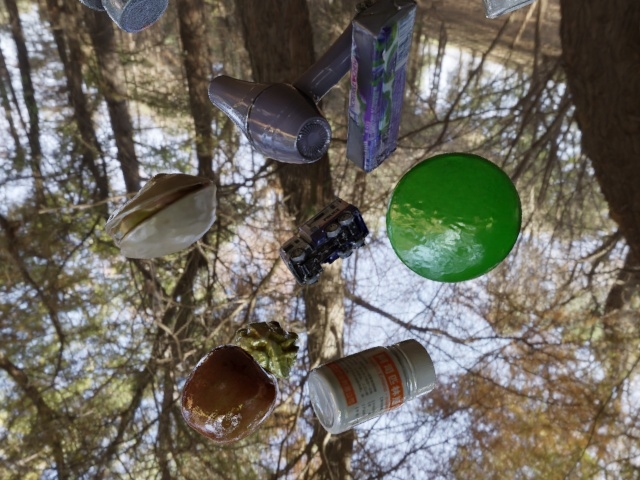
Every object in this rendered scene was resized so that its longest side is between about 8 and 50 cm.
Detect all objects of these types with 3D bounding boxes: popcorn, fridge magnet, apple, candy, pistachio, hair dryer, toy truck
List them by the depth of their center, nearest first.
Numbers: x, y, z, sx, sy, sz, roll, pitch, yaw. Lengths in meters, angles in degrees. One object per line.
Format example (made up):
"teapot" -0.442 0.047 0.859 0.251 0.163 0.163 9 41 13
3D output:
"fridge magnet" 0.206 -0.034 0.748 0.208 0.208 0.088 4 -167 4
"candy" 0.089 -0.229 0.755 0.061 0.312 0.088 40 -109 20
"hair dryer" -0.013 -0.303 0.823 0.361 0.121 0.301 -46 -132 -6
"apple" -0.178 0.304 0.951 0.181 0.181 0.168 27 -105 36
"popcorn" -0.142 0.299 1.280 0.187 0.185 0.167 -9 -106 -17
"toy truck" 0.000 0.000 1.434 0.268 0.124 0.155 -37 -142 -11
"pistachio" -0.550 -0.094 1.699 0.365 0.281 0.445 -34 -178 35

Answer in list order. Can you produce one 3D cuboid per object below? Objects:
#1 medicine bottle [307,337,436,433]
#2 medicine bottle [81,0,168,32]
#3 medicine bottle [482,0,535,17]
"medicine bottle" 0.110 0.303 1.022 0.252 0.145 0.144 -12 -147 -27
"medicine bottle" -0.380 -0.483 0.773 0.293 0.141 0.141 48 -141 -4
"medicine bottle" 0.223 -0.451 0.607 0.111 0.296 0.161 -16 -164 17
